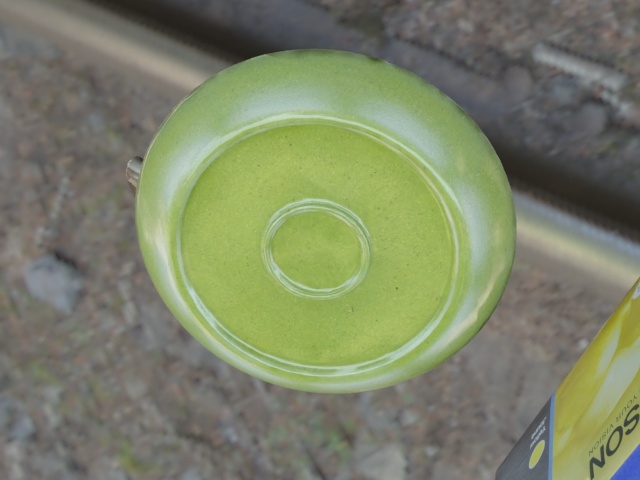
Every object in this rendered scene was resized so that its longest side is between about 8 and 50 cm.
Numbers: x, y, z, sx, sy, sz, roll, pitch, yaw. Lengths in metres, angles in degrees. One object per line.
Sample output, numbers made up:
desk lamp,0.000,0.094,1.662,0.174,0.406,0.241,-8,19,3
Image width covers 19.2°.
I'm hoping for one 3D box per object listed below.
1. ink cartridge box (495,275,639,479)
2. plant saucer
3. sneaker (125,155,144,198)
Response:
ink cartridge box,0.231,0.188,1.517,0.072,0.307,0.303,30,119,-7
plant saucer,0.000,0.000,1.167,0.241,0.037,0.241,3,117,6
sneaker,-0.119,0.002,1.666,0.066,0.071,0.188,30,168,48
